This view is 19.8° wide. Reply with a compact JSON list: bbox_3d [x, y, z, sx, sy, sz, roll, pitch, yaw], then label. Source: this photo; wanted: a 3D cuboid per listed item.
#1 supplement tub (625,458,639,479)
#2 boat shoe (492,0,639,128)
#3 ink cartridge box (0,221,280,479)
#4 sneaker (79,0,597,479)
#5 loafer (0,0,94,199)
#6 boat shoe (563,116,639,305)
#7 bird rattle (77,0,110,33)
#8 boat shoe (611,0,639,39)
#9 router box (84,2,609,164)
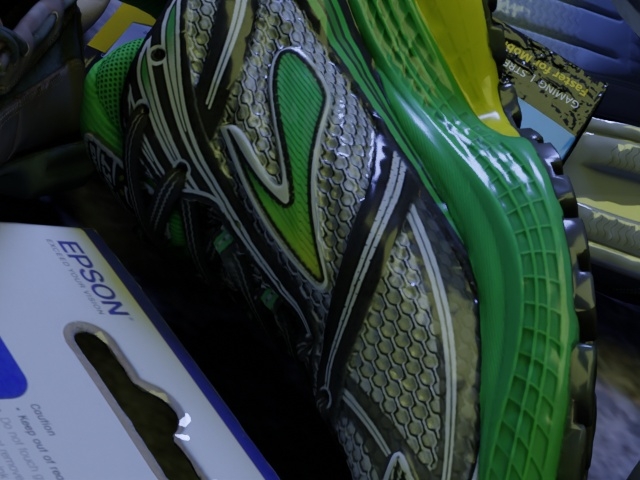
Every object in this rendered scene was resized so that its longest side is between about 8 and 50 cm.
[{"bbox_3d":[0.212,0.105,0.611,0.199,0.144,0.144,36,31,15],"label":"supplement tub"},{"bbox_3d":[0.108,-0.097,0.895,0.302,0.094,0.109,22,63,-14],"label":"boat shoe"},{"bbox_3d":[-0.169,0.063,0.432,0.371,0.069,0.176,1,40,-44],"label":"ink cartridge box"},{"bbox_3d":[0.000,0.000,0.615,0.146,0.134,0.343,-9,56,-7],"label":"sneaker"},{"bbox_3d":[-0.128,-0.054,0.558,0.096,0.084,0.267,10,6,5],"label":"loafer"},{"bbox_3d":[0.077,-0.034,0.807,0.233,0.084,0.079,25,-9,10],"label":"boat shoe"},{"bbox_3d":[-0.164,-0.157,0.740,0.207,0.143,0.253,30,29,-30],"label":"bird rattle"},{"bbox_3d":[0.316,0.015,0.807,0.500,0.156,0.187,40,53,10],"label":"boat shoe"},{"bbox_3d":[0.005,-0.052,0.728,0.179,0.046,0.133,31,61,7],"label":"router box"}]
